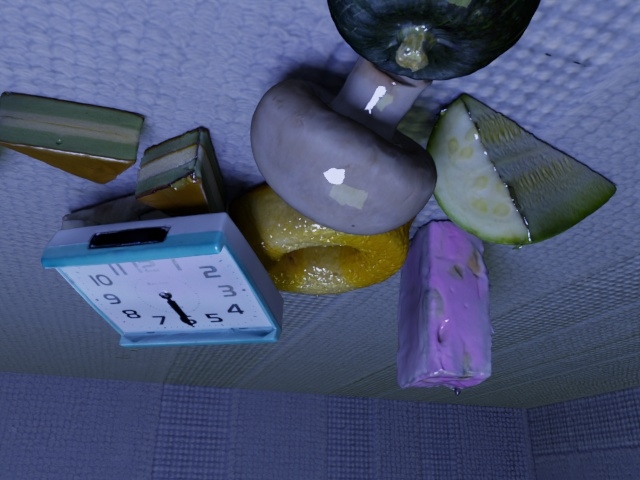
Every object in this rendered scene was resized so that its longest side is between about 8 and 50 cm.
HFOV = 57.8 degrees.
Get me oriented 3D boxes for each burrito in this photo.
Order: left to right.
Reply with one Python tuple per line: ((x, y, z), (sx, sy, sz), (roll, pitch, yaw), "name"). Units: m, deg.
((-0.321, 0.002, 0.936), (0.347, 0.107, 0.175), (-16, 136, 29), "burrito")

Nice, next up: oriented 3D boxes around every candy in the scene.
((0.203, 0.113, 0.964), (0.115, 0.265, 0.155), (8, 155, -7), "candy")

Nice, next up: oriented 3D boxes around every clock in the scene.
((-0.203, 0.049, 0.814), (0.262, 0.116, 0.231), (-6, 138, 16), "clock")

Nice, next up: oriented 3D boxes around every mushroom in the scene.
((0.036, -0.113, 0.600), (0.204, 0.204, 0.204), (1, 156, 0), "mushroom")

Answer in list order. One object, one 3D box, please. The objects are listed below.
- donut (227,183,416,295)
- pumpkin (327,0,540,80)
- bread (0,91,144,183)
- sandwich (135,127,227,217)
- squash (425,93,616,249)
((0.000, 0.000, 0.909), (0.303, 0.110, 0.303), (0, 155, 0), "donut")
((0.087, -0.194, 0.450), (0.167, 0.125, 0.167), (-8, 161, -3), "pumpkin")
((-0.291, -0.130, 0.670), (0.084, 0.074, 0.139), (-21, 146, 40), "bread")
((-0.149, -0.070, 0.789), (0.113, 0.079, 0.163), (-14, 151, 32), "sandwich")
((0.261, -0.099, 0.773), (0.288, 0.203, 0.111), (-26, 178, -43), "squash")
